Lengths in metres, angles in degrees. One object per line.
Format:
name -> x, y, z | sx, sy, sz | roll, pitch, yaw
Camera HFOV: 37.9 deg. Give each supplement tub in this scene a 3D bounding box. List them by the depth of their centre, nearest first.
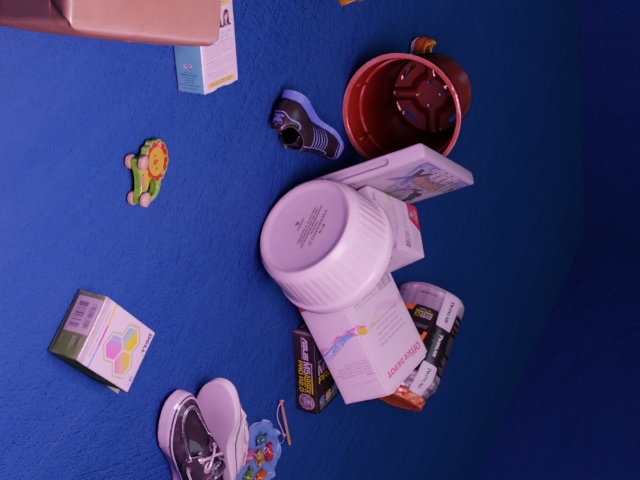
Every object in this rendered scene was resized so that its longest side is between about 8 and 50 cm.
supplement tub -> 0.252, 0.285, 2.505 | 0.316, 0.194, 0.193 | -68, 151, -19

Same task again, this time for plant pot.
plant pot -> 0.223, -0.318, 2.166 | 0.265, 0.272, 0.272 | -41, 136, -61

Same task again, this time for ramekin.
ramekin -> 0.000, 0.000, 1.861 | 0.127, 0.273, 0.272 | 41, 64, -45

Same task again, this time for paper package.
paper package -> -0.281, -0.426, 1.252 | 0.325, 0.168, 0.309 | -15, 112, -59

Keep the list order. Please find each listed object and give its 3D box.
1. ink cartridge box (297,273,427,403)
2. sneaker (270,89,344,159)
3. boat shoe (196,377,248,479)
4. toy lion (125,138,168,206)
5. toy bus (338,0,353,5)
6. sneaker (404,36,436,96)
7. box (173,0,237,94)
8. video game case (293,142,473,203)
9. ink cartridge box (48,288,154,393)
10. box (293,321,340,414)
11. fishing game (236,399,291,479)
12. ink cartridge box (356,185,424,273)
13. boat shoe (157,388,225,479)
ink cartridge box -> 0.088, 0.178, 2.091 | 0.226, 0.131, 0.306 | -33, 101, -54
sneaker -> -0.032, -0.212, 1.906 | 0.232, 0.081, 0.090 | 43, 66, -51
boat shoe -> -0.183, 0.370, 1.835 | 0.088, 0.096, 0.267 | -44, 139, -52
toy lion -> -0.280, -0.114, 1.530 | 0.096, 0.034, 0.100 | -40, 135, -60
toy bus -> 0.044, -0.572, 1.858 | 0.104, 0.202, 0.191 | -28, 140, -17
sneaker -> 0.254, -0.426, 2.357 | 0.064, 0.067, 0.175 | -19, 119, -61
box -> -0.196, -0.374, 1.543 | 0.100, 0.060, 0.244 | -38, 133, -51
video game case -> 0.147, -0.122, 2.050 | 0.329, 0.300, 0.036 | 13, 63, -62
ink cartridge box -> -0.335, 0.173, 1.503 | 0.109, 0.062, 0.209 | -68, 151, -20
box -> 0.032, 0.254, 2.223 | 0.270, 0.060, 0.216 | -37, 132, -52
fishing game -> -0.133, 0.487, 2.034 | 0.264, 0.041, 0.189 | -41, 133, -49
ink cartridge box -> 0.115, -0.019, 2.013 | 0.176, 0.127, 0.128 | 21, 54, -44
boat shoe -> -0.227, 0.414, 1.757 | 0.108, 0.102, 0.301 | -40, 135, -49
